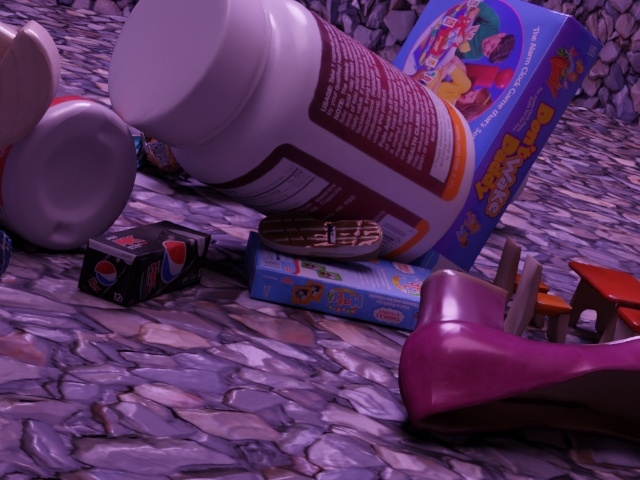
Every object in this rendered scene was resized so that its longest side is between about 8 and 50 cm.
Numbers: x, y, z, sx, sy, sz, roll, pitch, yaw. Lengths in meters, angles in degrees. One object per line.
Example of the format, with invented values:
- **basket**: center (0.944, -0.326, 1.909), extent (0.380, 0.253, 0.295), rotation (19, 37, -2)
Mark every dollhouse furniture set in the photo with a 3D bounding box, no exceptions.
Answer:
- **dollhouse furniture set**: center (0.349, 0.068, 1.864), extent (0.262, 0.135, 0.259), rotation (11, 13, -14)

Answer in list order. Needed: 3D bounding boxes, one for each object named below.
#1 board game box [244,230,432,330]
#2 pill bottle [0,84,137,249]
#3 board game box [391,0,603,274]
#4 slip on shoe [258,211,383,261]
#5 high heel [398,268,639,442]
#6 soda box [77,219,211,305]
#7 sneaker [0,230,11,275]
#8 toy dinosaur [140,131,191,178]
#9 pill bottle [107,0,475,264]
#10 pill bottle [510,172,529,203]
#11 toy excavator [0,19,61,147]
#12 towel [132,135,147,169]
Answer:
- **board game box**: center (0.026, 0.045, 1.830), extent (0.211, 0.039, 0.160), rotation (11, 13, -7)
- **pill bottle**: center (-0.340, -0.107, 1.806), extent (0.161, 0.161, 0.283), rotation (1, 18, -45)
- **board game box**: center (0.158, -0.135, 2.053), extent (0.078, 0.347, 0.233), rotation (33, -2, -41)
- **slip on shoe**: center (0.000, 0.000, 1.823), extent (0.135, 0.041, 0.051), rotation (0, 55, 1)
- **high heel**: center (0.247, 0.162, 1.518), extent (0.377, 0.127, 0.181), rotation (18, 41, -4)
- **soda box**: center (-0.173, 0.020, 1.684), extent (0.060, 0.053, 0.169), rotation (18, 14, 18)
- **sneaker**: center (-0.345, 0.008, 1.557), extent (0.058, 0.052, 0.135), rotation (18, 12, 36)
- **toy dinosaur**: center (-0.185, -0.228, 2.307), extent (0.164, 0.322, 0.218), rotation (-3, -21, 38)
- **pill bottle**: center (-0.030, -0.135, 1.868), extent (0.392, 0.224, 0.224), rotation (29, 1, -40)
- **pill bottle**: center (0.151, -0.112, 2.352), extent (0.301, 0.169, 0.169), rotation (1, 18, -43)
- **toy excavator**: center (-0.529, -0.198, 1.580), extent (0.433, 0.445, 0.222), rotation (57, 5, -13)
- **towel**: center (-0.415, -0.138, 2.139), extent (0.370, 0.040, 0.271), rotation (14, 12, -1)
